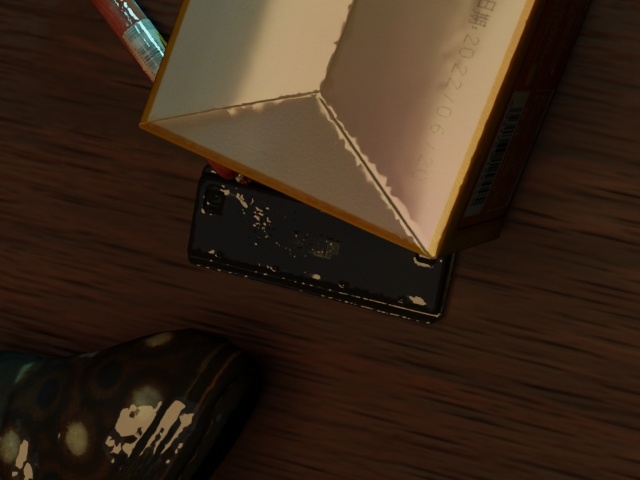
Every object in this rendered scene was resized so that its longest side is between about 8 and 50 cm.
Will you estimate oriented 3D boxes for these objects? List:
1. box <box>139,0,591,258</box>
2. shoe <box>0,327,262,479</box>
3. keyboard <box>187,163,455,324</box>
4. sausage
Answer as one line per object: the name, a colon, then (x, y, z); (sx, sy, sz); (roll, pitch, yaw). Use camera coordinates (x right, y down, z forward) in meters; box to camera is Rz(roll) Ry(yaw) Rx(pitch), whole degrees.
box: (0.053, -0.169, 1.471); (0.260, 0.214, 0.283); (25, 101, 17)
shoe: (-0.233, 0.177, 1.619); (0.237, 0.171, 0.384); (44, 114, 5)
keyboard: (0.000, 0.000, 1.602); (0.230, 0.025, 0.093); (14, 101, 17)
sausage: (-0.134, -0.145, 1.620); (0.034, 0.034, 0.253); (-39, 79, 17)
